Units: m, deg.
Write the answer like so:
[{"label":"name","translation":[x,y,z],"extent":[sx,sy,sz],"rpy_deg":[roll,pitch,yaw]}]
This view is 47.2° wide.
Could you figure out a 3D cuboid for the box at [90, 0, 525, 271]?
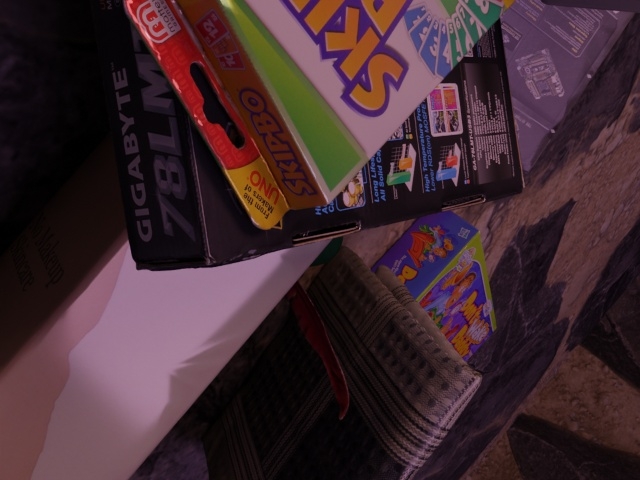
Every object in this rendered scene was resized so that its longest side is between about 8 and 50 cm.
[{"label":"box","translation":[0.005,-0.151,0.434],"extent":[0.293,0.073,0.296],"rpy_deg":[-14,97,-45]}]

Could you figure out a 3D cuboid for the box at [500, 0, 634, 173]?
[{"label":"box","translation":[0.141,-0.189,0.637],"extent":[0.231,0.056,0.183],"rpy_deg":[25,105,-27]}]

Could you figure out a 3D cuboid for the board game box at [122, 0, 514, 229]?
[{"label":"board game box","translation":[0.023,-0.128,0.379],"extent":[0.259,0.039,0.124],"rpy_deg":[-47,119,-34]}]

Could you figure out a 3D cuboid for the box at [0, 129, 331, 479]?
[{"label":"box","translation":[-0.149,0.053,0.499],"extent":[0.311,0.148,0.121],"rpy_deg":[-51,125,-4]}]

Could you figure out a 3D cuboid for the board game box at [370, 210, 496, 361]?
[{"label":"board game box","translation":[0.142,0.126,1.067],"extent":[0.233,0.078,0.347],"rpy_deg":[-46,150,-9]}]

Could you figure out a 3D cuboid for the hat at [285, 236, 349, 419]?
[{"label":"hat","translation":[0.000,0.000,0.629],"extent":[0.173,0.183,0.209],"rpy_deg":[-42,149,-12]}]

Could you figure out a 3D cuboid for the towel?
[{"label":"towel","translation":[0.000,0.180,0.738],"extent":[0.056,0.324,0.312],"rpy_deg":[32,98,-24]}]

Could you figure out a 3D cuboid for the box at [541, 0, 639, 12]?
[{"label":"box","translation":[0.181,-0.328,0.413],"extent":[0.345,0.168,0.215],"rpy_deg":[41,82,-40]}]
